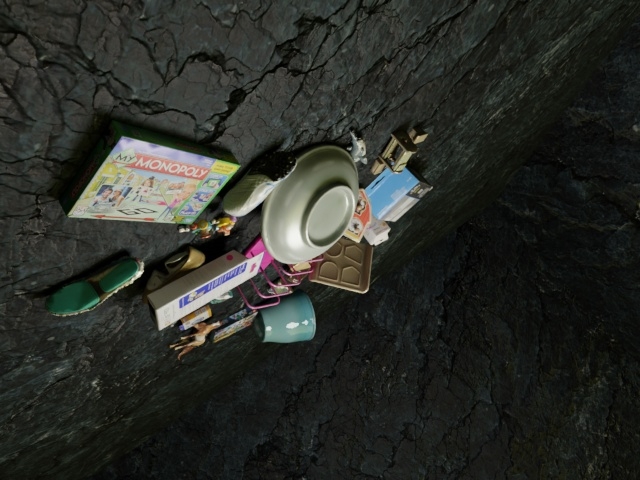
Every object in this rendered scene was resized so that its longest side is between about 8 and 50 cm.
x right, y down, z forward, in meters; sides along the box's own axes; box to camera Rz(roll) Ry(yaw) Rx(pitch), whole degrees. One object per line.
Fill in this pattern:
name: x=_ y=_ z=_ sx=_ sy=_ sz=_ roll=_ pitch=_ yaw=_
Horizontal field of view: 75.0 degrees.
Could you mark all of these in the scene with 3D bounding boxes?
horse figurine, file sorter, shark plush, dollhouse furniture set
horse figurine: x=-0.554 y=0.423 z=1.833 sx=0.174 sy=0.066 sz=0.263 roll=-6 pitch=143 yaw=-46
file sorter: x=-0.161 y=0.093 z=1.536 sx=0.290 sy=0.182 sz=0.202 roll=-45 pitch=159 yaw=25
shark plush: x=0.107 y=-0.286 z=1.301 sx=0.067 sy=0.073 sz=0.161 roll=-7 pitch=168 yaw=8
dollhouse furniture set: x=0.301 y=-0.303 z=1.518 sx=0.160 sy=0.101 sz=0.182 roll=-23 pitch=158 yaw=-34

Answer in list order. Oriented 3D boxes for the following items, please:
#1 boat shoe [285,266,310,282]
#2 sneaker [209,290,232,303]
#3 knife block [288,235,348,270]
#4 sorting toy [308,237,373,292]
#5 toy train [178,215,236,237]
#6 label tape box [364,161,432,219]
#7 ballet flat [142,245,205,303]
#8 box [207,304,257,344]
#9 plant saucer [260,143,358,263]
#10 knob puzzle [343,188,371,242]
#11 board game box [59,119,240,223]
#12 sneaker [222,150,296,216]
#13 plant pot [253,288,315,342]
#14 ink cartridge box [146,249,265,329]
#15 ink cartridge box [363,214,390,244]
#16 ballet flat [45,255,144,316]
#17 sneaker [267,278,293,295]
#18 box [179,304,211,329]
boat shoe: x=-0.059 y=0.092 z=1.902 sx=0.257 sy=0.095 sz=0.095 roll=-35 pitch=-165 yaw=-22
sneaker: x=-0.404 y=0.216 z=1.601 sx=0.076 sy=0.065 sz=0.166 roll=-35 pitch=160 yaw=8
knife block: x=0.000 y=0.000 z=1.735 sx=0.275 sy=0.088 sz=0.242 roll=-10 pitch=142 yaw=-39
sorting toy: x=0.087 y=0.047 z=1.634 sx=0.228 sy=0.307 sz=0.041 roll=12 pitch=150 yaw=-3
toy train: x=-0.298 y=-0.029 z=1.156 sx=0.166 sy=0.046 sz=0.125 roll=-12 pitch=175 yaw=-44
label tape box: x=0.322 y=-0.200 z=1.801 sx=0.240 sy=0.106 sz=0.333 roll=-44 pitch=160 yaw=22
ballet flat: x=-0.452 y=0.096 z=1.236 sx=0.232 sy=0.080 sz=0.073 roll=-38 pitch=134 yaw=-2
box: x=-0.433 y=0.416 z=2.057 sx=0.233 sy=0.044 sz=0.159 roll=-23 pitch=157 yaw=-33
plant saucer: x=0.002 y=-0.089 z=1.277 sx=0.400 sy=0.100 sz=0.401 roll=-31 pitch=138 yaw=-33
knob puzzle: x=0.126 y=-0.110 z=1.598 sx=0.213 sy=0.213 sz=0.030 roll=-30 pitch=-162 yaw=-18
board game box: x=-0.346 y=-0.127 z=0.895 sx=0.213 sy=0.046 sz=0.317 roll=-43 pitch=160 yaw=22
sneaker: x=-0.161 y=-0.153 z=1.112 sx=0.237 sy=0.085 sz=0.086 roll=-38 pitch=177 yaw=9
plant pot: x=-0.199 y=0.406 z=2.139 sx=0.255 sy=0.272 sz=0.272 roll=-8 pitch=150 yaw=-28
ink cartridge box: x=-0.349 y=0.135 z=1.299 sx=0.370 sy=0.069 sz=0.176 roll=-28 pitch=162 yaw=-30
ink cartridge box: x=0.254 y=-0.057 z=1.966 sx=0.092 sy=0.143 sz=0.090 roll=-28 pitch=160 yaw=-25
ballet flat: x=-0.562 y=0.118 z=1.061 sx=0.240 sy=0.091 sz=0.077 roll=-27 pitch=-178 yaw=-16
sneaker: x=-0.199 y=0.233 z=2.012 sx=0.086 sy=0.064 sz=0.192 roll=-29 pitch=162 yaw=4
box: x=-0.515 y=0.318 z=1.705 sx=0.136 sy=0.028 sz=0.081 roll=-25 pitch=159 yaw=-23
